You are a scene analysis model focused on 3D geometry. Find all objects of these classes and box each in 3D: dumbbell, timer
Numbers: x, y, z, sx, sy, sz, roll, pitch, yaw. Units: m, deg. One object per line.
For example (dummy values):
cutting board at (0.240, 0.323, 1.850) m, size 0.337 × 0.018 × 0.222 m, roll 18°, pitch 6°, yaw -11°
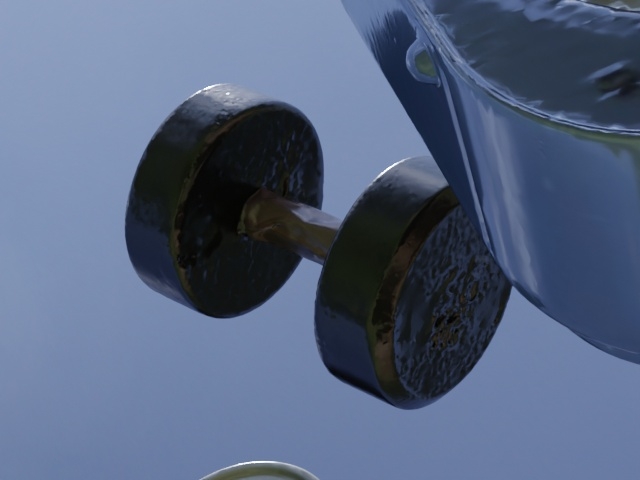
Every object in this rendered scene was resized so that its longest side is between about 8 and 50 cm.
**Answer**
dumbbell at (0.000, 0.000, 0.928) m, size 0.152 × 0.218 × 0.152 m, roll -32°, pitch -47°, yaw -41°
timer at (0.189, -0.161, 0.579) m, size 0.395 × 0.395 × 0.173 m, roll -33°, pitch -46°, yaw -11°

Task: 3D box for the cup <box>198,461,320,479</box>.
cup at (-0.060, 0.301, 1.177) m, size 0.185 × 0.241 × 0.226 m, roll -51°, pitch -41°, yaw -41°
